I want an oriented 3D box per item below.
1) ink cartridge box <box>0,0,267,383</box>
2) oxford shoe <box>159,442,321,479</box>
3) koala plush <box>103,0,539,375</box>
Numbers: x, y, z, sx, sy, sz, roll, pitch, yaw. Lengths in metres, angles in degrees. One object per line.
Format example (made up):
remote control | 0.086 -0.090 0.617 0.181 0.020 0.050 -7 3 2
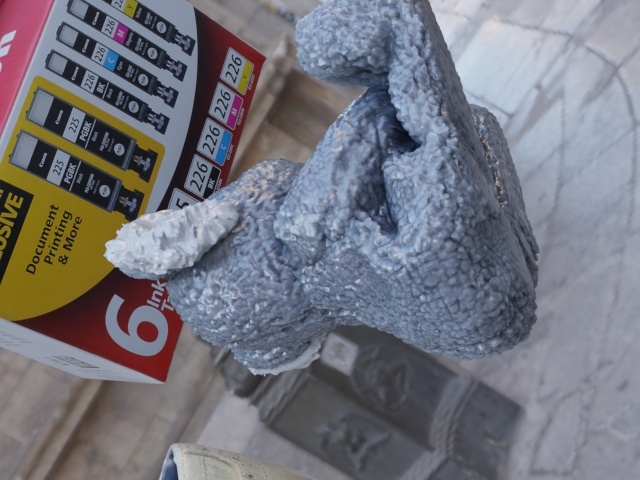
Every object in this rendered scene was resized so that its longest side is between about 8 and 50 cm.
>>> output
ink cartridge box | -0.219 -0.073 0.824 0.130 0.272 0.309 -5 64 47
oxford shoe | -0.071 0.244 0.316 0.140 0.146 0.397 -60 4 45
koala plush | 0.000 0.000 0.598 0.221 0.196 0.203 -22 53 18
